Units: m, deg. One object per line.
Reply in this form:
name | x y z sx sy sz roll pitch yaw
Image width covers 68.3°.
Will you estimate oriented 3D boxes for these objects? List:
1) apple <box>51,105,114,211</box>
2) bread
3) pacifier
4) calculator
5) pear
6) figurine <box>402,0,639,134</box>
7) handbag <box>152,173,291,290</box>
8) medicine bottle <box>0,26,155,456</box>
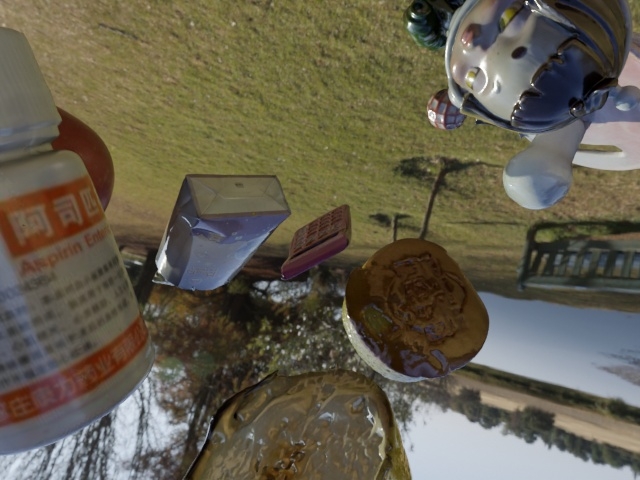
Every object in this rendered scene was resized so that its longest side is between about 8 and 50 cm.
apple | -0.436 -0.088 0.677 0.260 0.216 0.260 12 159 5
bread | 0.173 0.132 0.894 0.270 0.269 0.148 14 153 0
pacifier | 0.378 -0.185 0.711 0.273 0.220 0.332 -35 132 20
calculator | 0.000 0.000 0.821 0.127 0.190 0.034 -29 108 16
pear | -0.009 0.273 0.479 0.267 0.267 0.178 -3 126 52
figurine | 0.203 -0.265 0.563 0.370 0.167 0.281 51 146 22
handbag | -0.125 -0.010 0.550 0.117 0.095 0.173 -3 151 -36
medicine bottle | -0.325 0.003 0.476 0.211 0.371 0.211 -12 -163 4
